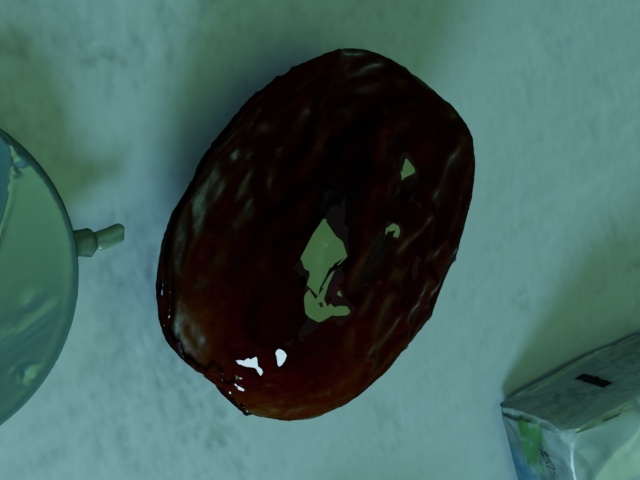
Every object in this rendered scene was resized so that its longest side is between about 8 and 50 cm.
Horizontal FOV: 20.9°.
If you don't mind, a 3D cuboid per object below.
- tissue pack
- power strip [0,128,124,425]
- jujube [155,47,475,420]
[{"bbox_3d":[0.257,0.210,1.331,0.159,0.145,0.229,-22,110,-25],"label":"tissue pack"},{"bbox_3d":[-0.236,0.041,1.078,0.253,0.054,0.167,-36,117,-19],"label":"power strip"},{"bbox_3d":[0.000,0.000,1.132,0.183,0.183,0.243,38,81,-29],"label":"jujube"}]
